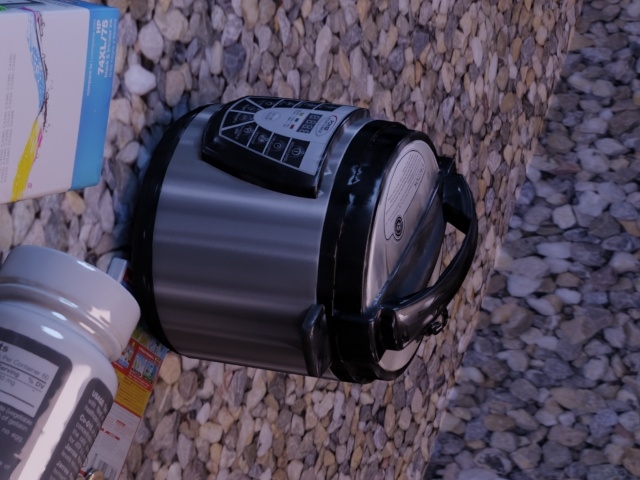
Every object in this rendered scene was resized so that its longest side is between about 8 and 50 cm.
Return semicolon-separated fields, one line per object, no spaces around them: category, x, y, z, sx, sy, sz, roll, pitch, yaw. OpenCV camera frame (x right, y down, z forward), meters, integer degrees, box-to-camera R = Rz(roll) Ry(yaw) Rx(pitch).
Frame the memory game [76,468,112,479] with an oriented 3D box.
memory game;-0.333;0.393;2.356;0.186;0.012;0.186;-45;147;-39

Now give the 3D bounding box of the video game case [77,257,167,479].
video game case;-0.280;0.187;2.382;0.285;0.025;0.204;-70;156;-14

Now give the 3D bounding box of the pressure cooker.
pressure cooker;0.001;0.004;2.396;0.375;0.420;0.369;26;73;-68

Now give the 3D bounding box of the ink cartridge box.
ink cartridge box;-0.364;-0.152;1.777;0.270;0.198;0.197;-20;121;-64

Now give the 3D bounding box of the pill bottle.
pill bottle;-0.353;0.200;1.992;0.361;0.204;0.204;-65;155;-24
